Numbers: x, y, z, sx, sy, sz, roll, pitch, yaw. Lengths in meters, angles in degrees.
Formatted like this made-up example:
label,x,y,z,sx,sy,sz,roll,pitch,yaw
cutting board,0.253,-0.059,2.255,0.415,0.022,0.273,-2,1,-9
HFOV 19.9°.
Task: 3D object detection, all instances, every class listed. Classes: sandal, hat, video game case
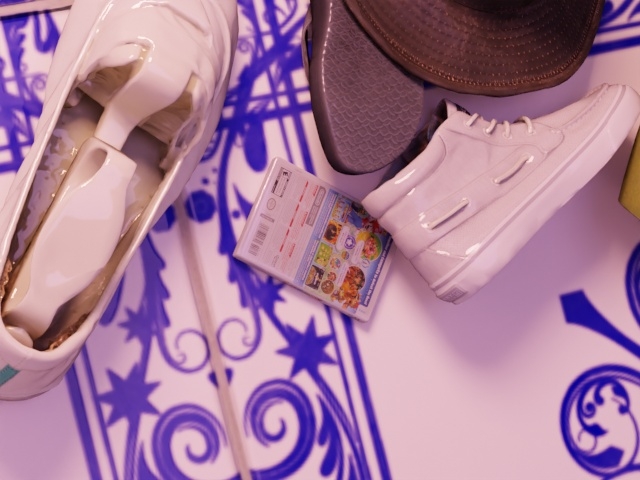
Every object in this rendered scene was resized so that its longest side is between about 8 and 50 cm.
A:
label,x,y,z,sx,sy,sz,roll,pitch,yaw
sandal,0.023,-0.169,1.442,0.097,0.054,0.255,5,71,-31
hat,0.144,-0.287,1.441,0.331,0.134,0.331,11,69,-30
video game case,0.000,0.000,1.424,0.122,0.011,0.087,28,72,-19

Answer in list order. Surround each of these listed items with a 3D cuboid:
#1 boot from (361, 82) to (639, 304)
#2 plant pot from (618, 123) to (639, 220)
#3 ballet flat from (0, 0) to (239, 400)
label,x,y,z,sx,sy,sz,roll,pitch,yaw
boot,0.146,-0.074,1.458,0.123,0.095,0.258,48,61,-4
plant pot,0.380,-0.111,1.470,0.274,0.275,0.293,32,99,-17
ballet flat,-0.143,-0.069,1.303,0.139,0.139,0.400,29,72,-18
